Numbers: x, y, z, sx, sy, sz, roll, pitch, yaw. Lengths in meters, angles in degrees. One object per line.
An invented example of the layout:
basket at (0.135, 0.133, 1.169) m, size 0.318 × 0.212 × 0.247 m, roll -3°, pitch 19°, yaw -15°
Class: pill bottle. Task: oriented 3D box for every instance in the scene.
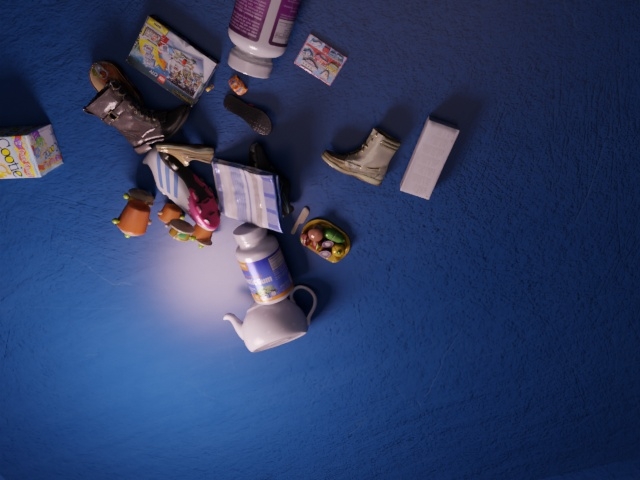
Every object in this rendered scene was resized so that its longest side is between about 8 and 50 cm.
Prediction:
pill bottle at (-0.156, -0.612, 1.447) m, size 0.169 × 0.169 × 0.301 m, roll 21°, pitch 117°, yaw -4°
pill bottle at (-0.202, 0.072, 1.818) m, size 0.153 × 0.152 × 0.271 m, roll -13°, pitch 115°, yaw 13°

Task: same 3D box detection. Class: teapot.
teapot at (-0.171, 0.278, 1.906) m, size 0.253 × 0.256 × 0.187 m, roll -34°, pitch 70°, yaw 43°

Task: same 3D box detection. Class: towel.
towel at (-0.237, -0.144, 1.699) m, size 0.285 × 0.034 × 0.209 m, roll 17°, pitch 125°, yaw 35°

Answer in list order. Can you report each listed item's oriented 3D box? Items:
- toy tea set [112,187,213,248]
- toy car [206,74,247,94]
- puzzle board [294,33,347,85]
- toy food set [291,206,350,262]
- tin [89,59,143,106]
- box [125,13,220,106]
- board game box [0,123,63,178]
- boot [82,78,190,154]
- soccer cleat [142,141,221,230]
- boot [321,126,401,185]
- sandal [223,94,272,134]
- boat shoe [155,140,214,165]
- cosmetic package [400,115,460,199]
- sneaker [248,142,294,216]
toy tea set at (-0.525, -0.044, 1.775) m, size 0.336 × 0.200 × 0.124 m, roll 25°, pitch 109°, yaw -12°
toy car at (-0.289, -0.459, 1.615) m, size 0.122 × 0.040 × 0.060 m, roll -16°, pitch 114°, yaw 14°
puzzle board at (0.000, -0.532, 1.559) m, size 0.128 × 0.011 × 0.096 m, roll 31°, pitch 117°, yaw -9°
toy food set at (0.000, 0.000, 1.802) m, size 0.218 × 0.071 × 0.128 m, roll 33°, pitch 116°, yaw -10°
tin at (-0.637, -0.472, 1.653) m, size 0.106 × 0.040 × 0.189 m, roll -29°, pitch 111°, yaw 15°
box at (-0.444, -0.538, 1.590) m, size 0.233 × 0.044 × 0.159 m, roll 34°, pitch 116°, yaw -11°
board game box at (-1.026, -0.291, 1.734) m, size 0.276 × 0.144 × 0.142 m, roll -2°, pitch 117°, yaw 7°
boot at (-0.559, -0.398, 1.612) m, size 0.263 × 0.091 × 0.229 m, roll -30°, pitch 127°, yaw 16°
soccer cleat at (-0.459, -0.170, 1.756) m, size 0.143 × 0.116 × 0.331 m, roll -19°, pitch 110°, yaw 35°
boot at (0.126, -0.280, 1.639) m, size 0.213 × 0.077 × 0.165 m, roll 21°, pitch 119°, yaw -10°
sandal at (-0.220, -0.396, 1.646) m, size 0.179 × 0.040 × 0.067 m, roll 35°, pitch 111°, yaw 5°
boat shoe at (-0.424, -0.270, 1.663) m, size 0.190 × 0.068 × 0.072 m, roll 0°, pitch 108°, yaw -35°
cosmetic package at (0.334, -0.254, 1.635) m, size 0.099 × 0.060 × 0.239 m, roll 20°, pitch 118°, yaw -1°
sneaker at (-0.163, -0.194, 1.724) m, size 0.106 × 0.101 × 0.267 m, roll -19°, pitch 111°, yaw -14°
